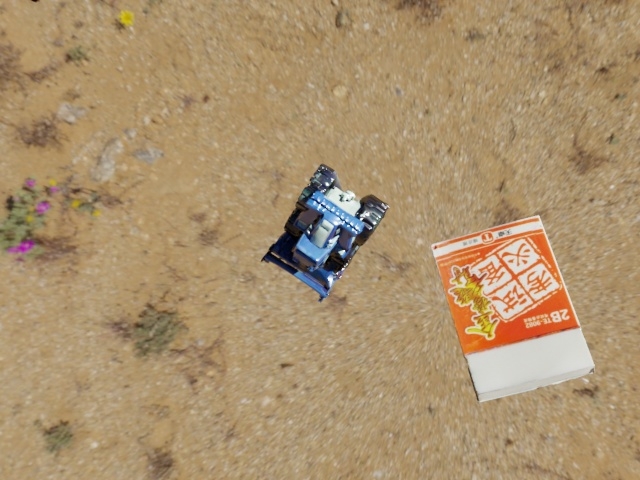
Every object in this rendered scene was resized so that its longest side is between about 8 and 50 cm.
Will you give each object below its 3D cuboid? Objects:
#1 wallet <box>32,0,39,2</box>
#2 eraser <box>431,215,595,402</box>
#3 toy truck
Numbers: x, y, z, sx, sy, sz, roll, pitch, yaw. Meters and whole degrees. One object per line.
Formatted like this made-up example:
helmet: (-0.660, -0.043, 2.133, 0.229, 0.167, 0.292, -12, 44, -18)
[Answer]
wallet: (-0.370, -0.451, 1.153, 0.045, 0.142, 0.204, 24, 68, 26)
eraser: (0.255, 0.089, 1.122, 0.157, 0.038, 0.230, -16, 61, 6)
toy truck: (0.000, 0.000, 1.164, 0.113, 0.208, 0.126, 33, 60, 2)
